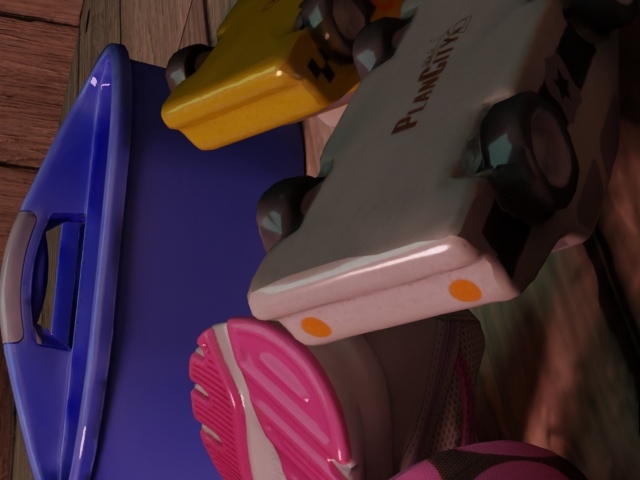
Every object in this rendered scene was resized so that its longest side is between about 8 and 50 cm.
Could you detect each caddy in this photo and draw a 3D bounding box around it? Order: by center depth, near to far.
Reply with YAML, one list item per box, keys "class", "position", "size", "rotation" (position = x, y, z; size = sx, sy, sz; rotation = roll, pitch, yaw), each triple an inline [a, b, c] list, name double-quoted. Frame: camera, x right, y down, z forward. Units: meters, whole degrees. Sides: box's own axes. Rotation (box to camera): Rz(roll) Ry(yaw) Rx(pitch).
- class: "caddy"
  position: [-0.131, 0.036, 0.848]
  size: [0.241, 0.179, 0.341]
  rotation: [146, 130, -66]

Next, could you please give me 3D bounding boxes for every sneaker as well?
- class: "sneaker"
  position: [0.017, 0.113, 0.491]
  size: [0.103, 0.111, 0.252]
  rotation: [40, 141, 30]

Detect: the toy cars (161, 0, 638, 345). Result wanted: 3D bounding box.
- class: "toy cars"
  position: [0.032, -0.063, 0.506]
  size: [0.176, 0.087, 0.394]
  rotation: [-38, 25, 2]

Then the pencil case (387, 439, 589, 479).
- class: "pencil case"
  position: [0.071, 0.151, 0.321]
  size: [0.095, 0.098, 0.209]
  rotation: [-34, 33, 12]

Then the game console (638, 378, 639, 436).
- class: "game console"
  position: [0.098, 0.015, 0.158]
  size: [0.361, 0.044, 0.213]
  rotation: [-78, -9, -69]
